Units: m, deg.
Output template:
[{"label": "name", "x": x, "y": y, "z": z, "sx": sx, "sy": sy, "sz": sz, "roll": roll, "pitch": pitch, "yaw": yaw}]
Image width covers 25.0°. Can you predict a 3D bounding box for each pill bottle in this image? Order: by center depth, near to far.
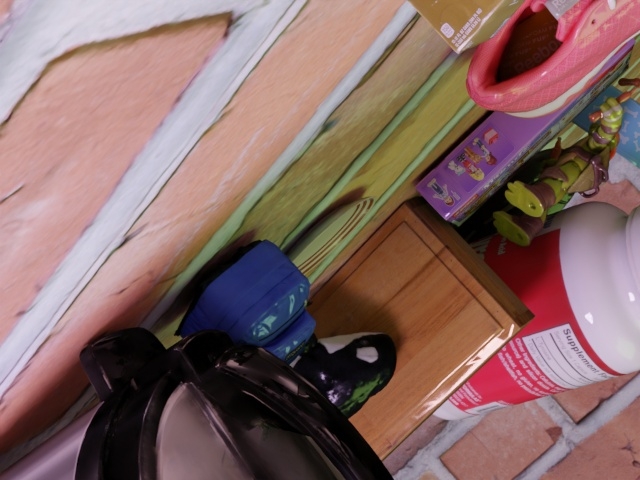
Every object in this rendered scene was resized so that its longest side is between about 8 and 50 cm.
[{"label": "pill bottle", "x": 0.307, "y": 0.084, "z": 1.903, "sx": 0.407, "sy": 0.229, "sz": 0.229, "roll": -21, "pitch": -176, "yaw": 33}]

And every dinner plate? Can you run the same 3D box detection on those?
[{"label": "dinner plate", "x": 0.000, "y": 0.000, "z": 1.449, "sx": 0.141, "sy": 0.017, "sz": 0.141, "roll": -40, "pitch": 170, "yaw": -9}]

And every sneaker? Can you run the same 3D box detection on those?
[{"label": "sneaker", "x": 0.241, "y": -0.211, "z": 1.201, "sx": 0.314, "sy": 0.116, "sz": 0.136, "roll": -47, "pitch": 168, "yaw": 26}]

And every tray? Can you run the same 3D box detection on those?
[{"label": "tray", "x": 0.048, "y": 0.160, "z": 1.791, "sx": 0.411, "sy": 0.203, "sz": 0.076, "roll": -47, "pitch": 169, "yaw": 24}]

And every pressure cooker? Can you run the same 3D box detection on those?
[{"label": "pressure cooker", "x": -0.098, "y": 0.298, "z": 1.137, "sx": 0.420, "sy": 0.370, "sz": 0.376, "roll": -37, "pitch": -146, "yaw": 26}]

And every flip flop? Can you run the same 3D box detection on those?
[{"label": "flip flop", "x": 0.243, "y": -0.046, "z": 2.047, "sx": 0.277, "sy": 0.112, "sz": 0.080, "roll": -40, "pitch": -143, "yaw": 23}]

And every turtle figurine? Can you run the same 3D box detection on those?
[{"label": "turtle figurine", "x": 0.312, "y": -0.083, "z": 1.827, "sx": 0.217, "sy": 0.087, "sz": 0.269, "roll": -41, "pitch": 176, "yaw": -27}]

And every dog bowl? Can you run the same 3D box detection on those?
[{"label": "dog bowl", "x": 0.423, "y": -0.165, "z": 2.048, "sx": 0.074, "sy": 0.166, "sz": 0.297, "roll": -56, "pitch": 168, "yaw": 10}]

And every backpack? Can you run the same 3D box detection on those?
[{"label": "backpack", "x": -0.054, "y": 0.060, "z": 1.246, "sx": 0.098, "sy": 0.101, "sz": 0.120, "roll": -45, "pitch": 170, "yaw": -29}]

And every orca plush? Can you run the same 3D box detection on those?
[{"label": "orca plush", "x": -0.038, "y": 0.190, "z": 1.667, "sx": 0.287, "sy": 0.102, "sz": 0.151, "roll": -8, "pitch": 118, "yaw": -13}]

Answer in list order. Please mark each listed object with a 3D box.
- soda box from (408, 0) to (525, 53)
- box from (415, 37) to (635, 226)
[{"label": "soda box", "x": 0.133, "y": -0.207, "z": 0.925, "sx": 0.181, "sy": 0.061, "sz": 0.058, "roll": -49, "pitch": 168, "yaw": 35}, {"label": "box", "x": 0.244, "y": -0.138, "z": 1.710, "sx": 0.293, "sy": 0.057, "sz": 0.201, "roll": -43, "pitch": 173, "yaw": 5}]
